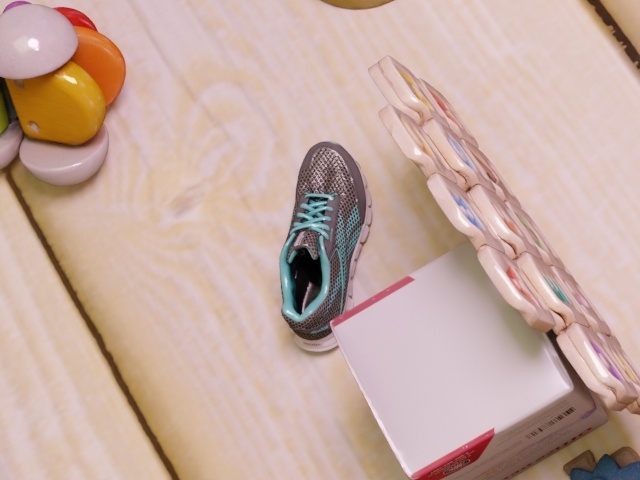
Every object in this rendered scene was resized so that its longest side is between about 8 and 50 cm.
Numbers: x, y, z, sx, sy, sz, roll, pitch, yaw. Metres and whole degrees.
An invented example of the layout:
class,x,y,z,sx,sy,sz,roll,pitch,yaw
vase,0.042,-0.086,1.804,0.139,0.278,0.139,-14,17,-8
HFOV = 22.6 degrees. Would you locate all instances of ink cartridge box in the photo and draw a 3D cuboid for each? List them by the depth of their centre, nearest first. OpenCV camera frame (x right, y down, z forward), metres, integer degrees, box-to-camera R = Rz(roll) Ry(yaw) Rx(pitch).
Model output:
class,x,y,z,sx,sy,sz,roll,pitch,yaw
ink cartridge box,0.110,0.096,1.132,0.128,0.176,0.127,-31,68,7

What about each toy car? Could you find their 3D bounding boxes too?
class,x,y,z,sx,sy,sz,roll,pitch,yaw
toy car,-0.247,-0.141,1.322,0.182,0.159,0.136,7,46,19

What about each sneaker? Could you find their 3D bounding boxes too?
class,x,y,z,sx,sy,sz,roll,pitch,yaw
sneaker,0.000,0.000,1.238,0.065,0.076,0.166,-1,78,16

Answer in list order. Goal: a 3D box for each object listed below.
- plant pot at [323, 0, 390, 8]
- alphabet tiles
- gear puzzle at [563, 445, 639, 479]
class,x,y,z,sx,sy,sz,roll,pitch,yaw
plant pot,0.023,-0.264,1.279,0.134,0.095,0.134,-3,78,16
alphabet tiles,0.133,-0.004,1.091,0.021,0.278,0.284,-38,70,13
gear puzzle,0.119,0.290,1.137,0.339,0.044,0.175,-35,58,7
